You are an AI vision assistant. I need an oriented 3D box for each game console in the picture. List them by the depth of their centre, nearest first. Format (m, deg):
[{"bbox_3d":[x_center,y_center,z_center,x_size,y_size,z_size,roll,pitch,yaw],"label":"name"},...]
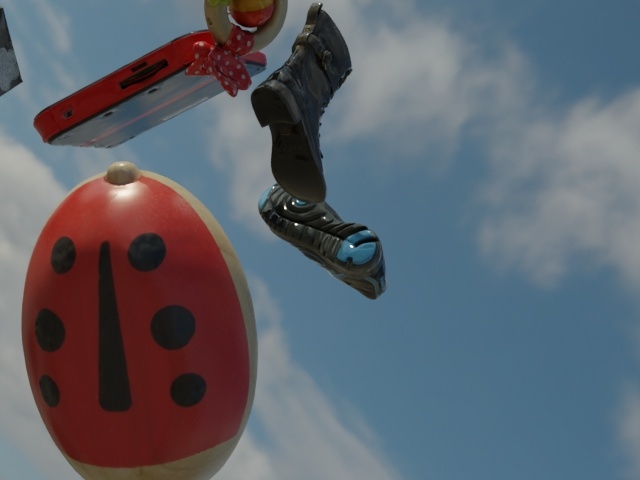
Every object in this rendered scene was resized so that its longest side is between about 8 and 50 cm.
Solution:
[{"bbox_3d":[-0.313,-0.275,2.273,0.060,0.386,0.342,66,15,3],"label":"game console"}]

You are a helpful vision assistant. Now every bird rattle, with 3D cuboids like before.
[{"bbox_3d":[-0.135,-0.380,2.045,0.143,0.207,0.254,14,-53,53],"label":"bird rattle"}]

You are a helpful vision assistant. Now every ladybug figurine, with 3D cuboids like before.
[{"bbox_3d":[-0.236,0.128,1.516,0.162,0.305,0.449,-57,142,-75],"label":"ladybug figurine"}]

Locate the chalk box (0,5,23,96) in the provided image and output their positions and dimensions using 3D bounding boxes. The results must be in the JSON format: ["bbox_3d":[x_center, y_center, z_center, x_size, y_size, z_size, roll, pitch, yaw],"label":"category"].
[{"bbox_3d":[-0.561,-0.248,1.751,0.132,0.213,0.132,20,-46,31],"label":"chalk box"}]

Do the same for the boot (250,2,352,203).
[{"bbox_3d":[-0.004,-0.216,1.942,0.091,0.229,0.263,7,-46,29],"label":"boot"}]

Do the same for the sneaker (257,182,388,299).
[{"bbox_3d":[0.000,0.000,2.336,0.341,0.125,0.140,41,-17,42],"label":"sneaker"}]
